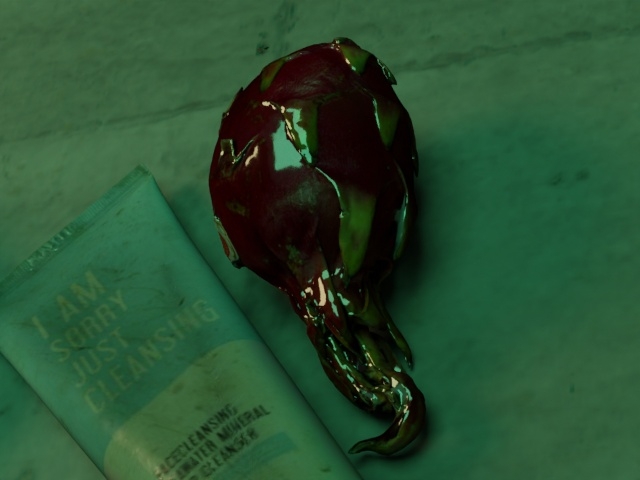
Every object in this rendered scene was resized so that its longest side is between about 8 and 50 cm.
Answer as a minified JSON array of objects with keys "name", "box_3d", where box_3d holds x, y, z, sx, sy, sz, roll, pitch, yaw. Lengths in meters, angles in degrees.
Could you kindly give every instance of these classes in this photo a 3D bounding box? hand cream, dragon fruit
[{"name":"hand cream","box_3d":[-0.051,0.069,0.734,0.111,0.070,0.312,-43,45,-4]},{"name":"dragon fruit","box_3d":[0.000,0.000,0.753,0.094,0.094,0.190,-14,61,15]}]
